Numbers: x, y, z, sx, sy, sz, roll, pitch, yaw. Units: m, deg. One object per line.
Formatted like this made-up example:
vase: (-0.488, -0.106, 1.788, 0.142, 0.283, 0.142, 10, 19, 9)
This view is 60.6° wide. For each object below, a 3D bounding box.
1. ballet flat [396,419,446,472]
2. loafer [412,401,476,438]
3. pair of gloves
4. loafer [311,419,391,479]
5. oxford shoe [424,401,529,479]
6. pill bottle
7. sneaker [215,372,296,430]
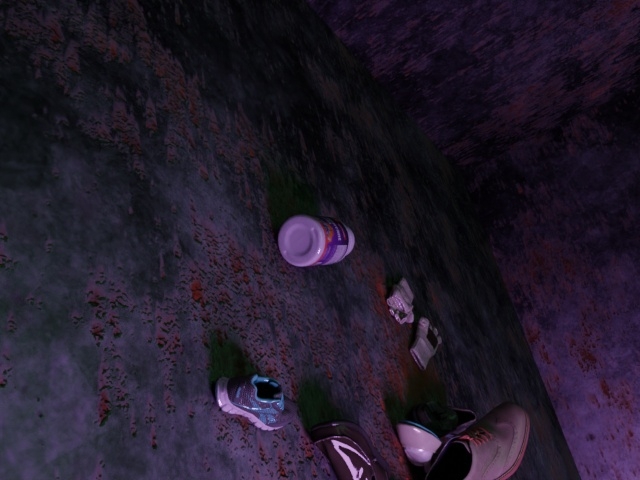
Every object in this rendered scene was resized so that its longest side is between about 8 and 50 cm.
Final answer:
ballet flat: (0.242, 0.480, 1.239, 0.248, 0.086, 0.086, 41, 33, -41)
loafer: (0.318, 0.446, 1.387, 0.267, 0.084, 0.096, 31, 28, -53)
pair of gloves: (0.271, 0.229, 1.575, 0.240, 0.042, 0.204, 63, 25, 1)
loafer: (0.061, 0.392, 0.962, 0.220, 0.080, 0.078, 49, 28, -28)
oxford shoe: (0.355, 0.467, 1.215, 0.348, 0.123, 0.130, -38, 124, -32)
pill bottle: (0.000, 0.000, 1.195, 0.193, 0.108, 0.108, 0, 66, -63)
sneaker: (-0.081, 0.245, 0.838, 0.166, 0.076, 0.065, 36, 37, -45)
